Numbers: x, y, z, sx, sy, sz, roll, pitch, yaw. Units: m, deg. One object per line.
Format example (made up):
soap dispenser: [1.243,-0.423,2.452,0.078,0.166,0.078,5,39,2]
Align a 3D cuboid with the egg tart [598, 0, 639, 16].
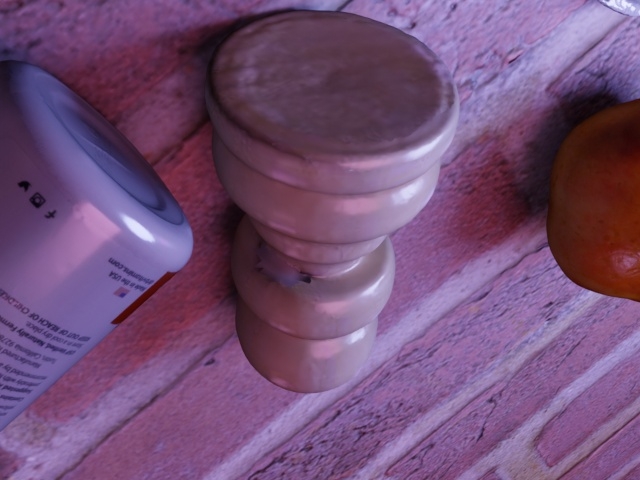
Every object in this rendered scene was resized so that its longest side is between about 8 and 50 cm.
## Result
egg tart: [0.301,-0.273,0.625,0.234,0.094,0.234,-21,138,-21]

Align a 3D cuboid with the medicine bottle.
medicine bottle: [-0.228,0.043,0.484,0.289,0.157,0.157,-42,139,4]

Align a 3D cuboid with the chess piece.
chess piece: [0.000,0.000,0.613,0.167,0.167,0.299,-19,140,-21]

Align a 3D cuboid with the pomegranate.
pomegranate: [0.311,-0.039,0.763,0.209,0.209,0.209,-19,135,-20]
